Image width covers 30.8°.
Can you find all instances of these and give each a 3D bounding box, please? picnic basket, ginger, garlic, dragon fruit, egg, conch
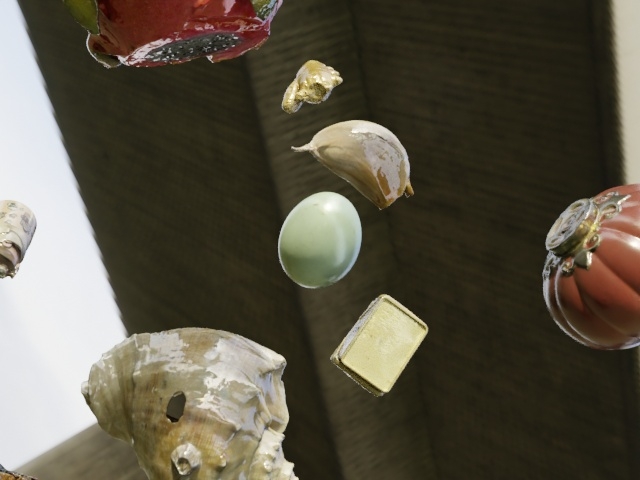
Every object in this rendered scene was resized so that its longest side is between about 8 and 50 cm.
[{"bbox_3d":[0.108,0.192,2.134,0.115,0.164,0.079,38,-14,-4],"label":"picnic basket"},{"bbox_3d":[-0.011,-0.338,2.466,0.081,0.205,0.115,40,-55,-9],"label":"ginger"},{"bbox_3d":[0.051,-0.100,1.344,0.152,0.084,0.066,37,-34,-20],"label":"garlic"},{"bbox_3d":[-0.163,-0.299,1.332,0.290,0.291,0.189,140,-64,-64],"label":"dragon fruit"},{"bbox_3d":[0.000,0.000,2.149,0.149,0.149,0.192,45,-55,30],"label":"egg"},{"bbox_3d":[-0.158,0.242,1.577,0.324,0.263,0.186,32,-17,-14],"label":"conch"}]

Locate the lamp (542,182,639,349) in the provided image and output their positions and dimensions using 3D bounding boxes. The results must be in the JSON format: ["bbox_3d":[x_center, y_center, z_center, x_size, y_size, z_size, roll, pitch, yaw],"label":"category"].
[{"bbox_3d":[0.515,0.045,1.980,0.257,0.303,0.303,35,-24,-10],"label":"lamp"}]

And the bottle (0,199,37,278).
[{"bbox_3d":[-0.541,0.005,1.967,0.152,0.099,0.099,-86,169,-55],"label":"bottle"}]

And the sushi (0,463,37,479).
[{"bbox_3d":[-0.621,0.373,1.957,0.287,0.140,0.149,17,-36,0],"label":"sushi"}]
